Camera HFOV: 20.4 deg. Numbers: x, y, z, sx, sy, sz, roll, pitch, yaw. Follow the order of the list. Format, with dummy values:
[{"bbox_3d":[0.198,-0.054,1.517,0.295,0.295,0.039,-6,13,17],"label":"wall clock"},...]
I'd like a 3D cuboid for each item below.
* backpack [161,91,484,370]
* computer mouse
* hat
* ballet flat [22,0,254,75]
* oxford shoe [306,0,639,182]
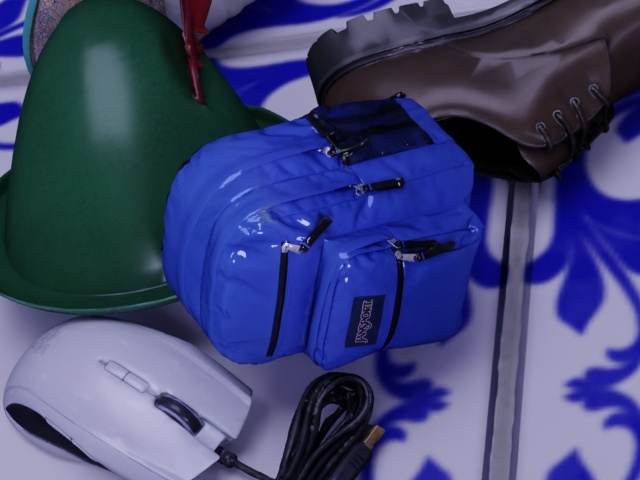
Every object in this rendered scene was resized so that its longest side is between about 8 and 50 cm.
[{"bbox_3d":[0.000,0.000,0.738,0.120,0.098,0.101,-9,36,-24],"label":"backpack"},{"bbox_3d":[-0.070,0.074,0.759,0.193,0.042,0.106,18,57,35],"label":"computer mouse"},{"bbox_3d":[-0.100,-0.097,0.819,0.173,0.184,0.208,-9,33,5],"label":"hat"},{"bbox_3d":[-0.050,-0.192,0.977,0.106,0.107,0.316,12,54,22],"label":"ballet flat"},{"bbox_3d":[0.114,-0.070,0.817,0.227,0.083,0.096,-17,60,8],"label":"oxford shoe"}]
